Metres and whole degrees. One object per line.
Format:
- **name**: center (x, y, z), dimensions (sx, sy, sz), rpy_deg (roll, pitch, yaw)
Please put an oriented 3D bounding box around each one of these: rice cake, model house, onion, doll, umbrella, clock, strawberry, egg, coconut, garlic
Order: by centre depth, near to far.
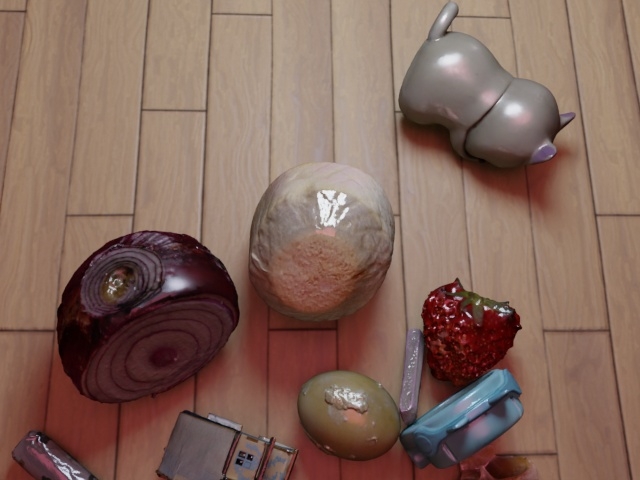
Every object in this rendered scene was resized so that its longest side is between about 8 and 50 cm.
- **clock**: center (0.261, 0.324, 1.207), dimensions (0.224, 0.274, 0.094), rpy_deg (-32, 78, -9)
- **model house**: center (-0.144, 0.422, 1.212), dimensions (0.206, 0.271, 0.178), rpy_deg (29, 69, -31)
- **umbrella**: center (-0.427, 0.476, 1.240), dimensions (0.337, 0.067, 0.073), rpy_deg (38, 87, 7)
- **onion**: center (-0.337, 0.116, 1.249), dimensions (0.337, 0.282, 0.260), rpy_deg (-36, 58, -2)
- **egg**: center (0.053, 0.325, 1.260), dimensions (0.202, 0.164, 0.164), rpy_deg (22, 73, 12)
- **garlic**: center (0.329, 0.460, 1.264), dimensions (0.175, 0.099, 0.124), rpy_deg (-16, 89, -8)
- **rice cake**: center (0.177, 0.258, 1.295), dimensions (0.036, 0.047, 0.206), rpy_deg (-16, 38, 28)
- **coconut**: center (0.000, 0.000, 1.304), dimensions (0.329, 0.329, 0.328), rpy_deg (1, 73, -2)
- **strawberry**: center (0.279, 0.185, 1.312), dimensions (0.187, 0.184, 0.201), rpy_deg (17, 98, -16)
- **doll**: center (0.333, -0.298, 1.437), dimensions (0.370, 0.226, 0.215), rpy_deg (43, 45, 0)
